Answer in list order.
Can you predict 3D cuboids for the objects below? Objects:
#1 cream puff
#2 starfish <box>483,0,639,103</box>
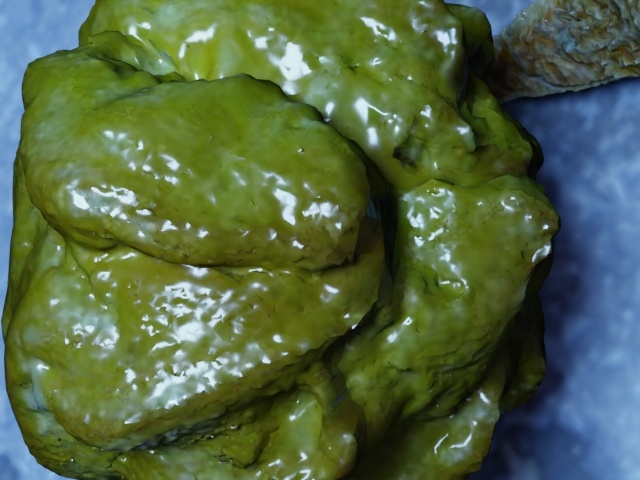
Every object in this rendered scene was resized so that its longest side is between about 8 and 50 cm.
[{"bbox_3d":[-0.012,0.003,0.649,0.196,0.244,0.244,2,87,4],"label":"cream puff"},{"bbox_3d":[0.129,-0.090,0.655,0.231,0.048,0.295,7,132,39],"label":"starfish"}]
